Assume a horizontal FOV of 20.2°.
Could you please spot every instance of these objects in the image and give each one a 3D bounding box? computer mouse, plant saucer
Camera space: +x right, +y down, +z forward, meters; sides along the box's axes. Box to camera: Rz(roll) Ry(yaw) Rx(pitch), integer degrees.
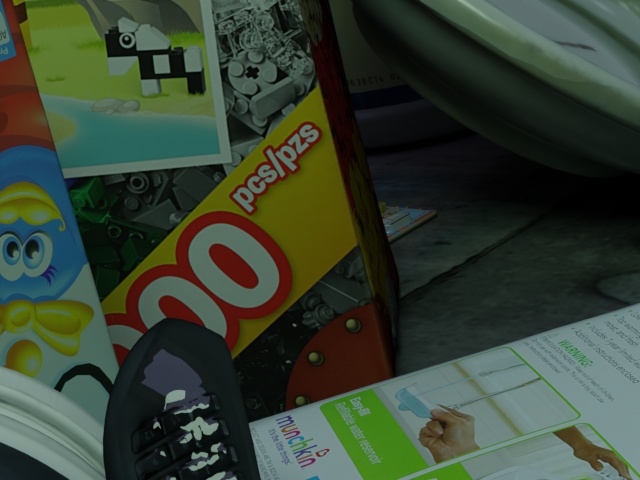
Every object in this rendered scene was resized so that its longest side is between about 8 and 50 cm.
[{"bbox_3d":[-0.025,0.133,0.488,0.041,0.242,0.071,-9,-27,-11],"label":"computer mouse"},{"bbox_3d":[0.135,-0.140,1.134,0.400,0.100,0.400,24,27,-13],"label":"plant saucer"}]

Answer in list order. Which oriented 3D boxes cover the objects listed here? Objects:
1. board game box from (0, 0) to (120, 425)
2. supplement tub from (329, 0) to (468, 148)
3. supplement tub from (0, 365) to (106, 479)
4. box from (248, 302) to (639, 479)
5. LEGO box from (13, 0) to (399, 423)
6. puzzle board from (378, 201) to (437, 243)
[{"bbox_3d":[-0.188,0.037,0.770,0.142,0.275,0.144,-26,22,-32],"label":"board game box"},{"bbox_3d":[0.045,-0.255,1.388,0.235,0.325,0.235,-13,18,4],"label":"supplement tub"},{"bbox_3d":[-0.133,0.159,0.502,0.191,0.191,0.272,-13,18,3],"label":"supplement tub"},{"bbox_3d":[0.108,0.119,0.542,0.231,0.127,0.262,-16,18,-9],"label":"box"},{"bbox_3d":[-0.236,-0.064,0.956,0.500,0.373,0.193,-12,18,8],"label":"LEGO box"},{"bbox_3d":[0.000,0.000,1.167,0.096,0.011,0.128,5,26,46],"label":"puzzle board"}]
